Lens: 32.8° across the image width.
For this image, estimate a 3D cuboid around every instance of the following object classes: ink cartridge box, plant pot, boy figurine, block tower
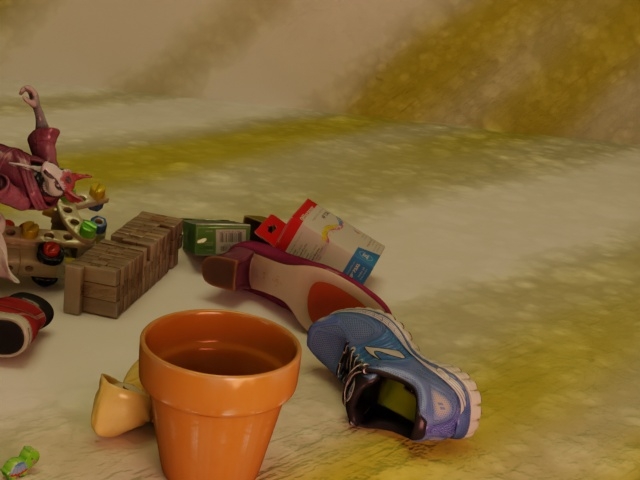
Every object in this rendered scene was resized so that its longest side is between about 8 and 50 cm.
[{"bbox_3d":[-0.215,-0.008,2.177,0.109,0.062,0.209,0,4,-17],"label":"ink cartridge box"},{"bbox_3d":[-0.106,-0.006,2.221,0.081,0.081,0.083,20,17,33],"label":"plant pot"},{"bbox_3d":[-0.212,0.207,1.551,0.285,0.092,0.177,-8,26,-44],"label":"boy figurine"},{"bbox_3d":[-0.350,0.040,1.980,0.097,0.091,0.335,10,20,12],"label":"block tower"},{"bbox_3d":[0.000,0.000,2.113,0.231,0.078,0.134,32,22,1],"label":"ink cartridge box"},{"bbox_3d":[-0.136,0.214,1.402,0.205,0.188,0.205,7,19,-2],"label":"plant pot"}]

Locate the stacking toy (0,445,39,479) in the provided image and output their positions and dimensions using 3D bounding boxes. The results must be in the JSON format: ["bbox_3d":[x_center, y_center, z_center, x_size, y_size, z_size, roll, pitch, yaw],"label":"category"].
[{"bbox_3d":[-0.485,0.263,1.352,0.167,0.052,0.221,22,24,38],"label":"stacking toy"}]

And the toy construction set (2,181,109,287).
[{"bbox_3d":[-0.542,-0.012,1.973,0.327,0.151,0.215,-6,46,-12],"label":"toy construction set"}]

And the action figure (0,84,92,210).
[{"bbox_3d":[-0.567,-0.110,1.872,0.370,0.276,0.248,19,37,15],"label":"action figure"}]

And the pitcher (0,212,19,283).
[{"bbox_3d":[-0.613,0.031,1.790,0.207,0.125,0.178,-18,41,-6],"label":"pitcher"}]

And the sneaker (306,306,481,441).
[{"bbox_3d":[0.081,0.196,1.619,0.147,0.130,0.330,-6,23,-39],"label":"sneaker"}]

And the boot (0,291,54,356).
[{"bbox_3d":[-0.554,0.119,1.713,0.244,0.088,0.176,8,12,0],"label":"boot"}]

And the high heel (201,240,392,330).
[{"bbox_3d":[-0.016,0.077,1.954,0.377,0.127,0.181,21,16,24],"label":"high heel"}]
